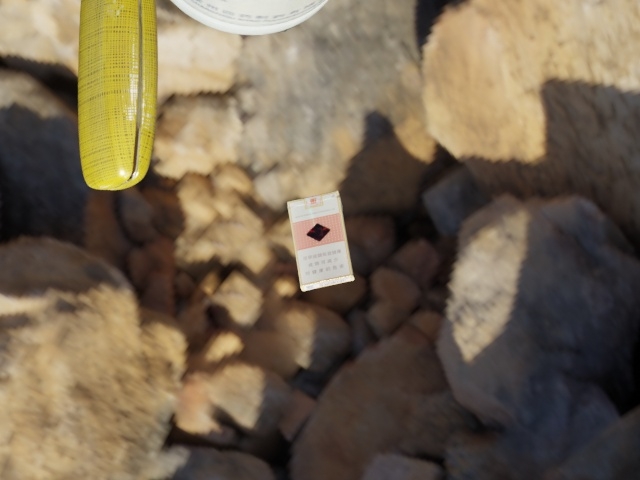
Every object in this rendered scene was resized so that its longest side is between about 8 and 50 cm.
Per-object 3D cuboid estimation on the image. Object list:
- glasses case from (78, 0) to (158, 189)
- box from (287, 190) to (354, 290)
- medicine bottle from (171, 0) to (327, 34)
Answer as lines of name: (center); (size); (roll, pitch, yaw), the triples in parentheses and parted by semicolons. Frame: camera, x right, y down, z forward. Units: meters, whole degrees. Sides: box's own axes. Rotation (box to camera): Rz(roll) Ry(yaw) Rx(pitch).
glasses case: (-0.185, -0.162, 1.712); (0.079, 0.064, 0.234); (-10, 77, 47)
box: (0.000, 0.000, 1.589); (0.046, 0.012, 0.083); (-13, 61, 6)
medicine bottle: (-0.038, -0.301, 1.497); (0.190, 0.332, 0.190); (2, 78, -9)
